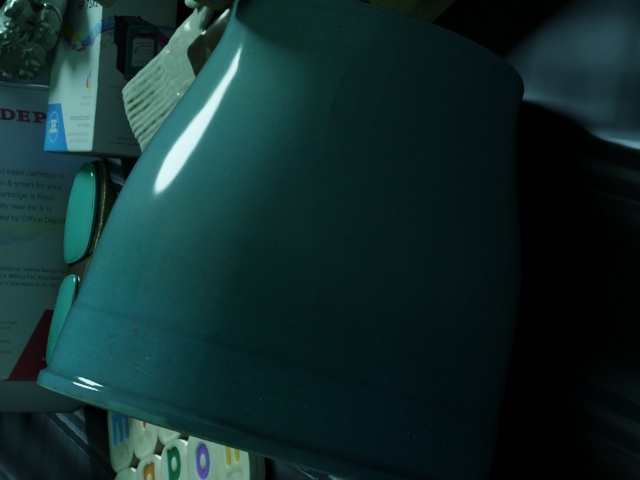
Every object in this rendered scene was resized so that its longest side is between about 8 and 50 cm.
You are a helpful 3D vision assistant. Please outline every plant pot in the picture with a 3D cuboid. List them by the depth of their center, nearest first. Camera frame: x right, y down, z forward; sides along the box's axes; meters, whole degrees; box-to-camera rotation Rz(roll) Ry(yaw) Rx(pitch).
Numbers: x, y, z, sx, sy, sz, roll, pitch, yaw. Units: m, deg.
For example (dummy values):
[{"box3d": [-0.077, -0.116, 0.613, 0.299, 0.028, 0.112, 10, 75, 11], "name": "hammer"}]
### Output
[{"box3d": [0.000, 0.000, 0.935, 0.271, 0.271, 0.255, 6, 79, 61], "name": "plant pot"}]

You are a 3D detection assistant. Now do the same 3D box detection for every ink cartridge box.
[{"box3d": [-0.193, -0.193, 1.474, 0.134, 0.078, 0.231, 5, 91, 61], "name": "ink cartridge box"}, {"box3d": [-0.328, 0.007, 1.550, 0.131, 0.226, 0.306, -38, 54, 53], "name": "ink cartridge box"}]

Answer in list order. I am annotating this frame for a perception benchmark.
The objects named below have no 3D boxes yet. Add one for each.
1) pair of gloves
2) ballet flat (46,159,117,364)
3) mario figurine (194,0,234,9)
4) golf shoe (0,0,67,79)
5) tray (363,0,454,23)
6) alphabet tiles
[{"box3d": [-0.118, -0.211, 1.310, 0.204, 0.042, 0.240, -25, 75, 38], "name": "pair of gloves"}, {"box3d": [-0.208, 0.029, 1.487, 0.073, 0.067, 0.206, -8, 70, 57], "name": "ballet flat"}, {"box3d": [0.014, -0.277, 0.896, 0.320, 0.170, 0.198, -60, 42, 20], "name": "mario figurine"}, {"box3d": [-0.274, -0.211, 1.501, 0.176, 0.069, 0.086, -28, 41, 58], "name": "golf shoe"}, {"box3d": [0.077, -0.278, 0.995, 0.411, 0.076, 0.203, -39, 54, 55], "name": "tray"}, {"box3d": [-0.120, 0.174, 1.365, 0.284, 0.021, 0.278, -35, 57, 55], "name": "alphabet tiles"}]
